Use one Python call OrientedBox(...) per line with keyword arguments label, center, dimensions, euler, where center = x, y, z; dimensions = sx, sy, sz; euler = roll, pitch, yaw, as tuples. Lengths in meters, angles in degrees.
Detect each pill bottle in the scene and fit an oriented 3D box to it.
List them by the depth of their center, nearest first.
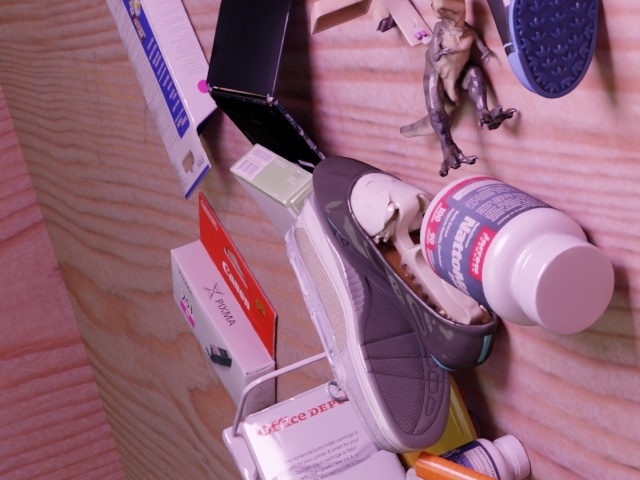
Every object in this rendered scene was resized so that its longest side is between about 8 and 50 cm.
OrientedBox(label="pill bottle", center=(0.175, 0.014, 1.444), dimensions=(0.180, 0.108, 0.108), euler=(34, 140, 59))
OrientedBox(label="pill bottle", center=(0.156, 0.248, 1.713), dimensions=(0.067, 0.120, 0.067), euler=(54, 156, 38))

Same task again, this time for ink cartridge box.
OrientedBox(label="ink cartridge box", center=(0.017, 0.276, 1.837), dimensions=(0.087, 0.153, 0.208), euler=(80, 167, -65))
OrientedBox(label="ink cartridge box", center=(0.000, 0.000, 1.992), dimensions=(0.235, 0.056, 0.171), euler=(52, 170, -29))
OrientedBox(label="ink cartridge box", center=(-0.219, -0.255, 2.317), dimensions=(0.371, 0.069, 0.176), euler=(69, 161, 8))
OrientedBox(label="ink cartridge box", center=(-0.151, 0.101, 2.507), dimensions=(0.275, 0.060, 0.239), euler=(56, 158, 34))

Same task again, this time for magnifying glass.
OrientedBox(label="magnifying glass", center=(0.196, 0.257, 1.606), dimensions=(0.231, 0.026, 0.092), euler=(16, 126, 29))

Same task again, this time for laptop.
OrientedBox(label="laptop", center=(-0.033, -0.190, 1.952), dimensions=(0.264, 0.136, 0.234), euler=(49, 169, -21))

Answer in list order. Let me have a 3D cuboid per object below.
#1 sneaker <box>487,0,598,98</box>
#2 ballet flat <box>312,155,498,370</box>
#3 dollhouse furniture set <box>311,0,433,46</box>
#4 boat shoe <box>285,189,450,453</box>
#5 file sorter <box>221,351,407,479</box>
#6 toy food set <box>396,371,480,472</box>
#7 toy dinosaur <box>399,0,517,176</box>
OrientedBox(label="sneaker", center=(0.158, -0.229, 1.294), dimensions=(0.090, 0.081, 0.232), euler=(-158, 57, -69))
OrientedBox(label="ballet flat", center=(0.097, 0.004, 1.691), dimensions=(0.280, 0.095, 0.096), euler=(53, 147, 15))
OrientedBox(label="dollhouse furniture set", center=(0.049, -0.196, 1.569), dimensions=(0.081, 0.114, 0.091), euler=(58, 156, 18))
OrientedBox(label="boat shoe", center=(0.043, 0.092, 1.734), dimensions=(0.103, 0.118, 0.320), euler=(-50, 52, 40))
OrientedBox(label="file sorter", center=(0.032, 0.286, 1.991), dimensions=(0.278, 0.192, 0.173), euler=(61, 157, 24))
OrientedBox(label="toy food set", center=(0.128, 0.172, 1.815), dimensions=(0.128, 0.071, 0.218), euler=(-18, 95, 47))
OrientedBox(label="toy dinosaur", center=(0.123, -0.134, 1.516), dimensions=(0.268, 0.064, 0.118), euler=(100, 152, -60))
